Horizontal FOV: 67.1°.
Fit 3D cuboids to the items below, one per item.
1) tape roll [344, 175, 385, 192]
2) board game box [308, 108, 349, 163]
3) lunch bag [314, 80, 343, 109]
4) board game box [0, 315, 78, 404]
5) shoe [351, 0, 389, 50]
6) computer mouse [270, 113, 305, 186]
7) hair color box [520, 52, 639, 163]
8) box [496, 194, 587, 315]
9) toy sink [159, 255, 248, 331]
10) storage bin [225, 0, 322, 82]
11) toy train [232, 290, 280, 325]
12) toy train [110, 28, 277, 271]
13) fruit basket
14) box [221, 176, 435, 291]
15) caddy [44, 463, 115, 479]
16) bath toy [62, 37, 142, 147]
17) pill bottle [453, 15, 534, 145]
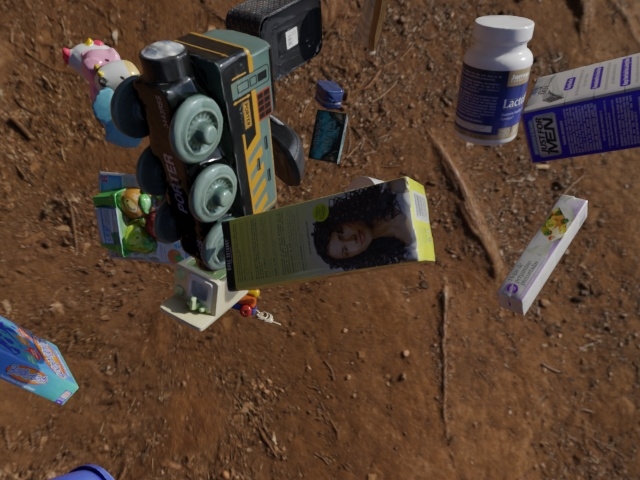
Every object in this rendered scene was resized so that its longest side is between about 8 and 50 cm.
[{"bbox_3d":[0.230,-0.149,2.127,0.169,0.246,0.246,10,81,-36],"label":"tape roll"},{"bbox_3d":[0.030,-0.388,1.802,0.126,0.026,0.186,15,99,24],"label":"board game box"},{"bbox_3d":[0.027,-0.448,1.500,0.067,0.065,0.098,-7,42,-24],"label":"lunch bag"},{"bbox_3d":[-0.568,0.209,0.898,0.047,0.160,0.210,-48,137,-14],"label":"board game box"},{"bbox_3d":[0.103,-0.467,0.956,0.058,0.219,0.076,28,69,6],"label":"shoe"},{"bbox_3d":[-0.102,-0.219,0.840,0.060,0.184,0.262,-32,50,-20],"label":"computer mouse"},{"bbox_3d":[0.531,-0.236,0.798,0.185,0.339,0.110,-50,127,-43],"label":"hair color box"},{"bbox_3d":[0.526,0.028,1.135,0.324,0.063,0.067,-50,137,-18],"label":"box"},{"bbox_3d":[-0.327,0.123,1.383,0.153,0.234,0.131,23,122,18],"label":"toy sink"},{"bbox_3d":[-0.082,-0.393,0.915,0.084,0.122,0.180,25,52,25],"label":"storage bin"},{"bbox_3d":[-0.234,0.188,1.674,0.248,0.105,0.143,19,99,-1],"label":"toy train"},{"bbox_3d":[-0.138,-0.110,0.642,0.142,0.333,0.190,25,50,26],"label":"toy train"},{"bbox_3d":[-0.602,-0.064,1.668,0.353,0.165,0.327,9,113,16],"label":"fruit basket"},{"bbox_3d":[0.000,0.000,0.528,0.058,0.232,0.087,7,73,-60],"label":"box"},{"bbox_3d":[-0.332,0.474,0.665,0.179,0.341,0.241,12,96,-52],"label":"caddy"},{"bbox_3d":[-0.463,-0.342,1.033,0.129,0.348,0.151,16,116,-45],"label":"bath toy"},{"bbox_3d":[0.401,-0.369,1.121,0.153,0.153,0.264,-17,129,-17],"label":"pill bottle"}]
